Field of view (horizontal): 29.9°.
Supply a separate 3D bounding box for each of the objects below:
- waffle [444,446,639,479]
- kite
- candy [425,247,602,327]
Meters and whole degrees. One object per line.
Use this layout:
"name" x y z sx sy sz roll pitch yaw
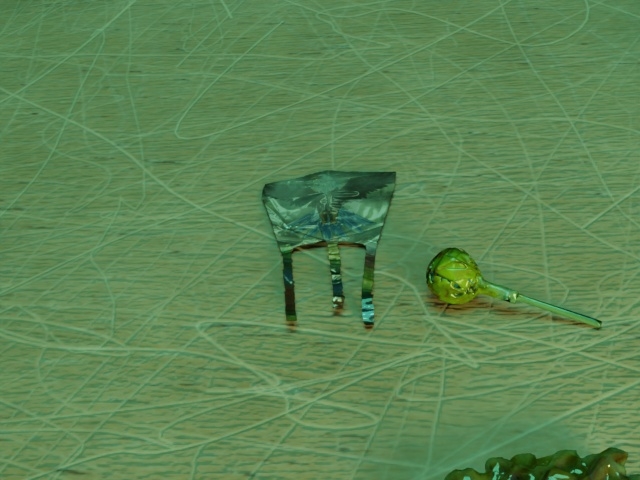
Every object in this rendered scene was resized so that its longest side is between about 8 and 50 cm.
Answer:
"waffle" 0.194 0.255 1.012 0.223 0.054 0.204 -10 37 -3
"kite" 0.000 0.002 1.413 0.169 0.015 0.310 -2 35 7
"candy" 0.206 0.058 1.280 0.194 0.062 0.058 17 39 15
